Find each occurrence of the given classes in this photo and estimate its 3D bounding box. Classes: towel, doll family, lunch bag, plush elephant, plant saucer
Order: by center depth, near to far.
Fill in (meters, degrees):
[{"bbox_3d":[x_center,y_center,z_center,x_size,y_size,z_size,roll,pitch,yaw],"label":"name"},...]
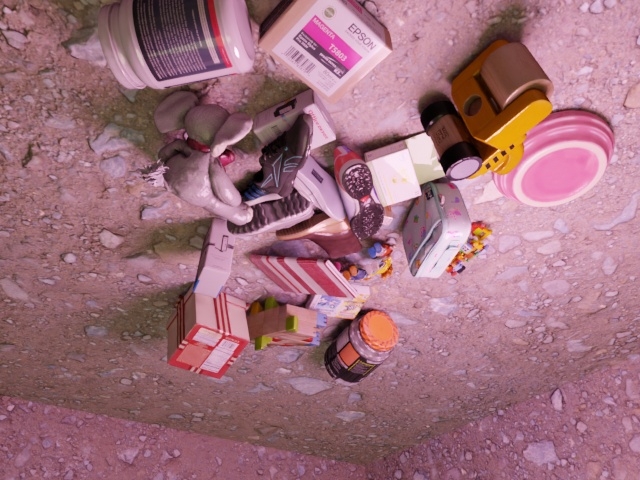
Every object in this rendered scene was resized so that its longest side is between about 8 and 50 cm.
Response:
[{"bbox_3d":[-0.284,-0.226,1.253,0.256,0.271,0.330,-57,162,5],"label":"plush elephant"},{"bbox_3d":[0.663,-0.208,1.425,0.331,0.084,0.332,-1,140,-1],"label":"plant saucer"},{"bbox_3d":[0.341,-0.027,1.513,0.107,0.224,0.279,5,140,-10],"label":"lunch bag"},{"bbox_3d":[-0.057,0.117,1.710,0.328,0.037,0.237,2,149,36],"label":"towel"},{"bbox_3d":[0.156,0.102,1.717,0.262,0.119,0.163,-24,167,24],"label":"doll family"}]

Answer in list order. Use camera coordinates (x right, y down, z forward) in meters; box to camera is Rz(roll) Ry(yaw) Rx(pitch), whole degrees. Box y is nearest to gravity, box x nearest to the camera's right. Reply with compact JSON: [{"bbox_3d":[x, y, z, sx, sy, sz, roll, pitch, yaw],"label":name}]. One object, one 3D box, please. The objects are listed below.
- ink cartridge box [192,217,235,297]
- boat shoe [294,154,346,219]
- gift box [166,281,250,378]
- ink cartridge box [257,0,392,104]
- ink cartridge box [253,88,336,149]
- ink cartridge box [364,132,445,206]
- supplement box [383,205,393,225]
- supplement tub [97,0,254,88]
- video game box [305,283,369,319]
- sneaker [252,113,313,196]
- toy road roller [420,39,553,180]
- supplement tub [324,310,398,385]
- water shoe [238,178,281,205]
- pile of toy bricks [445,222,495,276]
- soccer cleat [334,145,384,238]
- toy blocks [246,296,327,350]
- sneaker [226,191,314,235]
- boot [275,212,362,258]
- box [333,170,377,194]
[{"bbox_3d":[-0.333,0.054,1.590,0.085,0.203,0.148,16,136,-18],"label":"ink cartridge box"},{"bbox_3d":[-0.020,-0.157,1.438,0.084,0.095,0.258,-8,129,47],"label":"boat shoe"},{"bbox_3d":[-0.402,0.315,1.866,0.255,0.258,0.276,31,110,-31],"label":"gift box"},{"bbox_3d":[0.011,-0.443,1.104,0.234,0.088,0.193,30,131,-32],"label":"ink cartridge box"},{"bbox_3d":[-0.064,-0.292,1.291,0.175,0.073,0.127,-19,137,19],"label":"ink cartridge box"},{"bbox_3d":[0.257,-0.204,1.403,0.234,0.056,0.171,-17,131,12],"label":"ink cartridge box"},{"bbox_3d":[0.170,-0.089,1.556,0.098,0.062,0.036,11,137,-17],"label":"supplement box"},{"bbox_3d":[-0.287,-0.421,1.032,0.271,0.191,0.191,-9,140,6],"label":"supplement tub"},{"bbox_3d":[0.063,0.231,1.946,0.205,0.048,0.187,9,141,-13],"label":"video game box"},{"bbox_3d":[-0.093,-0.209,1.254,0.106,0.101,0.267,14,138,-15],"label":"sneaker"},{"bbox_3d":[0.430,-0.292,1.235,0.240,0.203,0.329,9,141,-36],"label":"toy road roller"},{"bbox_3d":[0.169,0.445,2.081,0.207,0.207,0.338,15,137,-20],"label":"supplement tub"},{"bbox_3d":[-0.182,-0.154,1.470,0.202,0.073,0.080,-12,112,13],"label":"water shoe"},{"bbox_3d":[0.473,0.024,1.692,0.105,0.118,0.212,40,142,1],"label":"pile of toy bricks"},{"bbox_3d":[0.106,-0.131,1.431,0.108,0.117,0.318,-24,140,-2],"label":"soccer cleat"},{"bbox_3d":[-0.116,0.346,1.955,0.260,0.191,0.381,20,151,-36],"label":"toy blocks"},{"bbox_3d":[-0.149,-0.060,1.535,0.281,0.105,0.115,-11,158,12],"label":"sneaker"},{"bbox_3d":[0.000,0.000,1.629,0.248,0.090,0.207,-16,136,10],"label":"boot"},{"bbox_3d":[0.116,-0.158,1.496,0.161,0.029,0.116,0,139,-1],"label":"box"}]
